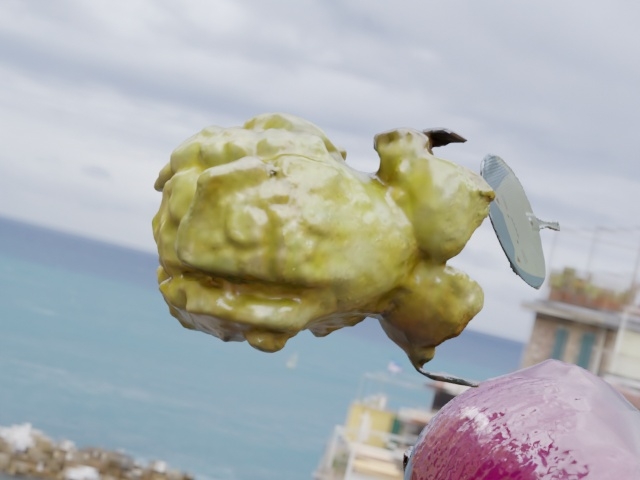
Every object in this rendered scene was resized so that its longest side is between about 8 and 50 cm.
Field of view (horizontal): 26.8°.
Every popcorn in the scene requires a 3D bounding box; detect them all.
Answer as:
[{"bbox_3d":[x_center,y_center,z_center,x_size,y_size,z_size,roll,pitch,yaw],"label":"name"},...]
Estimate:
[{"bbox_3d":[-0.004,0.003,0.813,0.195,0.173,0.168,3,-19,-15],"label":"popcorn"}]

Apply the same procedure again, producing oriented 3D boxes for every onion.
[{"bbox_3d":[0.174,0.309,1.217,0.347,0.385,0.348,54,-5,7],"label":"onion"}]

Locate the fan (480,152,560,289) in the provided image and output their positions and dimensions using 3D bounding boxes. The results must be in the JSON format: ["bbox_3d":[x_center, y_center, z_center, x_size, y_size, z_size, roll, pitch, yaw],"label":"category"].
[{"bbox_3d":[0.165,-0.015,1.079,0.005,0.113,0.175,-21,-10,25],"label":"fan"}]
